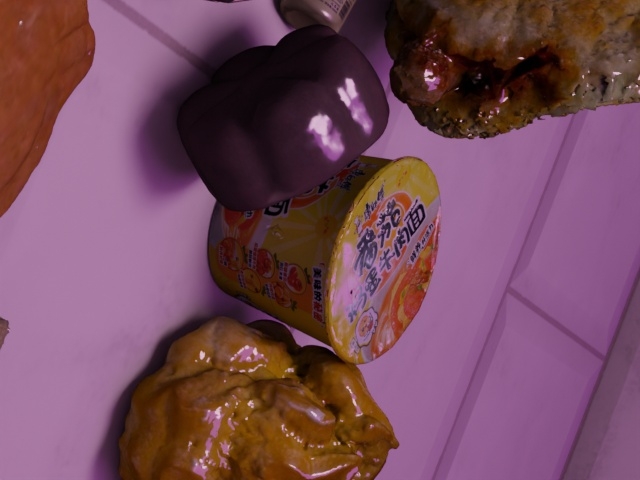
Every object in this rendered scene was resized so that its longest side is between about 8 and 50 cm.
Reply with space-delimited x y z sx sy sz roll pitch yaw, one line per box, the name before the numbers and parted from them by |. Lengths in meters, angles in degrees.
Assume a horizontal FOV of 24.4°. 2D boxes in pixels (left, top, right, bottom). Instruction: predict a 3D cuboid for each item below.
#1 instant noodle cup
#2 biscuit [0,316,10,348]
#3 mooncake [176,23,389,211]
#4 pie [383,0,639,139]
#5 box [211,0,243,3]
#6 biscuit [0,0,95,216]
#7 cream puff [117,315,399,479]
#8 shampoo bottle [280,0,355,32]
instant noodle cup | 0.000 0.000 1.815 0.264 0.200 0.264 -36 135 -46
biscuit | -0.380 0.155 1.430 0.121 0.040 0.199 24 87 -63
mooncake | -0.042 -0.135 1.643 0.245 0.245 0.133 -50 123 -33
pie | 0.290 -0.286 1.896 0.395 0.418 0.180 -91 176 -46
box | -0.070 -0.303 1.611 0.224 0.120 0.069 -19 119 -53
biscuit | -0.332 -0.182 1.296 0.365 0.062 0.385 -59 148 -22
cream puff | -0.068 0.255 1.790 0.324 0.257 0.291 10 97 -60
shampoo bottle | 0.019 -0.326 1.784 0.162 0.079 0.079 -62 149 -17
